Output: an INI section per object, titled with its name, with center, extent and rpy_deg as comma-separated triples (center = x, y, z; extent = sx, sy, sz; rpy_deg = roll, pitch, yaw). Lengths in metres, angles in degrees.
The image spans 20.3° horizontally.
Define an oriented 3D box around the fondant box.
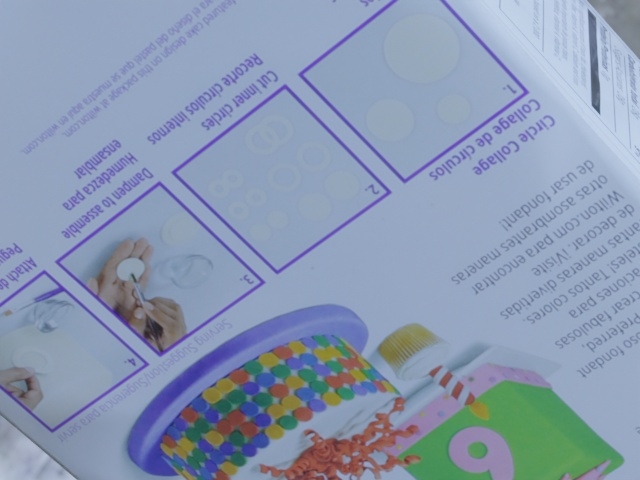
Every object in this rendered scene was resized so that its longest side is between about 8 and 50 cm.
[fondant box]
center = 0.000, 0.000, 0.637
extent = 0.238, 0.330, 0.096
rpy_deg = -35, 22, 25
